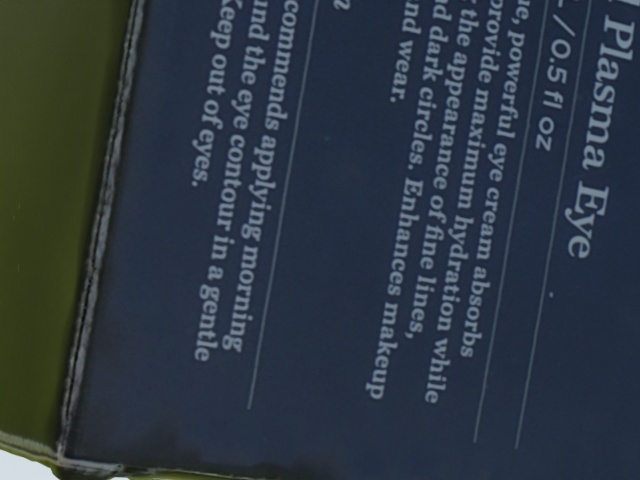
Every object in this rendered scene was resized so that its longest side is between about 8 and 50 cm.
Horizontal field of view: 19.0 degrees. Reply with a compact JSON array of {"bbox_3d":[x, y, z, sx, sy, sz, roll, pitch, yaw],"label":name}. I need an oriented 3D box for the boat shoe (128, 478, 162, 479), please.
[{"bbox_3d":[0.006,0.073,1.066,0.088,0.267,0.096,42,27,-46],"label":"boat shoe"}]

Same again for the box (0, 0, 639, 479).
[{"bbox_3d":[0.061,-0.088,0.583,0.313,0.343,0.179,12,-5,-27],"label":"box"}]
